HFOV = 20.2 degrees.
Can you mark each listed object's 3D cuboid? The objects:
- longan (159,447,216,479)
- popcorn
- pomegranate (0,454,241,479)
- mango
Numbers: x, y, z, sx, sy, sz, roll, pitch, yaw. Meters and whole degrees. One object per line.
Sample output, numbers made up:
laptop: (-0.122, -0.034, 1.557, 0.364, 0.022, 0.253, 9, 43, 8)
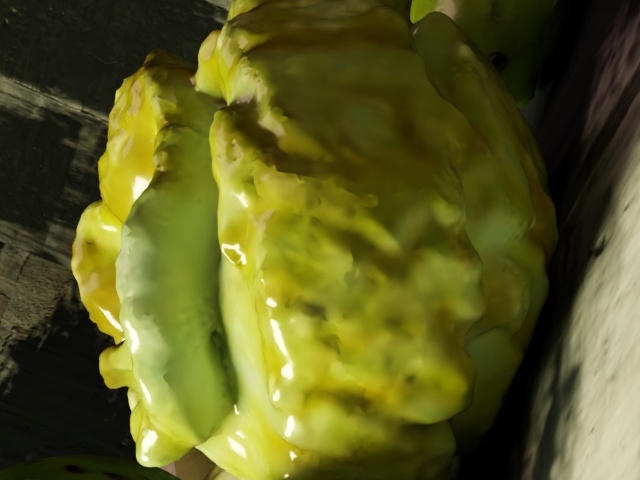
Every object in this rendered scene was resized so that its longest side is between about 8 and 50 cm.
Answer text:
longan: (-0.087, 0.182, 1.287, 0.113, 0.092, 0.113, -166, 90, -81)
popcorn: (0.000, 0.000, 0.703, 0.221, 0.184, 0.204, -106, 23, -60)
pomegranate: (-0.087, 0.173, 0.862, 0.240, 0.190, 0.159, -68, -20, 8)
mango: (0.089, -0.131, 0.886, 0.091, 0.074, 0.165, 115, 175, -50)
